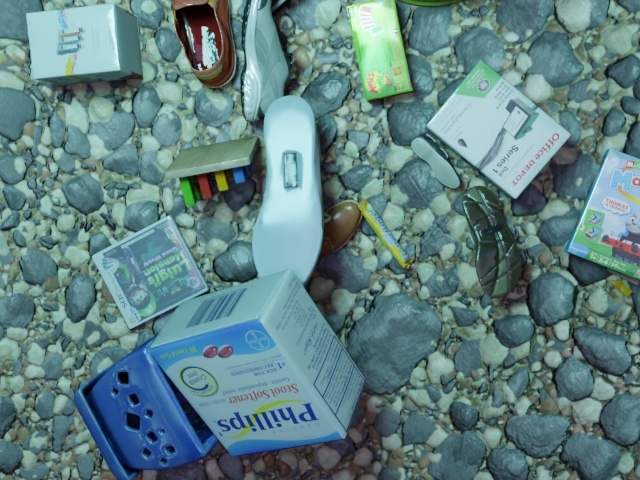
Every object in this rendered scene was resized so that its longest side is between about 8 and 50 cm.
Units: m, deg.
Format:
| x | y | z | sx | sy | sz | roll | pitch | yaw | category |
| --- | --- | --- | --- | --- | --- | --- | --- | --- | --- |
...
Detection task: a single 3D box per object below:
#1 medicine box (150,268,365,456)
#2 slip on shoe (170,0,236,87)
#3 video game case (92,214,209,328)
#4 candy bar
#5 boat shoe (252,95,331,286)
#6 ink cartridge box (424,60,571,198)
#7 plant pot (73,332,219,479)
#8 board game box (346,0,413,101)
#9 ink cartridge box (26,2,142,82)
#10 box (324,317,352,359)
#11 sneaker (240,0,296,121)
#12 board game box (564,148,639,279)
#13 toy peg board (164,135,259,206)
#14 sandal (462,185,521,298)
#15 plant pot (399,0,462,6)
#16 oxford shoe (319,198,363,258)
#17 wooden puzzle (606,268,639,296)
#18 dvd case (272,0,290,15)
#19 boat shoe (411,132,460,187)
| x | y | z | sx | sy | sz | roll | pitch | yaw | category |
| --- | --- | --- | --- | --- | --- | --- | --- | --- | --- |
| -0.108 | 0.230 | 1.347 | 0.263 | 0.149 | 0.289 | -18 | 116 | 30 | medicine box |
| -0.239 | -0.461 | 1.425 | 0.123 | 0.101 | 0.331 | -12 | 93 | 8 | slip on shoe |
| -0.350 | 0.066 | 1.528 | 0.190 | 0.022 | 0.173 | -27 | 93 | 7 | video game case |
| 0.128 | -0.013 | 1.466 | 0.018 | 0.040 | 0.161 | -36 | 92 | 36 | candy bar |
| -0.053 | -0.077 | 1.414 | 0.136 | 0.156 | 0.367 | -3 | 83 | 9 | boat shoe |
| 0.332 | -0.205 | 1.398 | 0.219 | 0.092 | 0.160 | 39 | 98 | 1 | ink cartridge box |
| -0.326 | 0.317 | 1.451 | 0.212 | 0.236 | 0.236 | -27 | 93 | 14 | plant pot |
| 0.115 | -0.365 | 1.424 | 0.092 | 0.043 | 0.181 | -11 | 94 | 12 | board game box |
| -0.455 | -0.376 | 1.440 | 0.176 | 0.128 | 0.127 | -3 | 96 | 7 | ink cartridge box |
| -0.032 | 0.265 | 1.509 | 0.186 | 0.038 | 0.145 | -32 | 93 | 9 | box |
| -0.100 | -0.365 | 1.422 | 0.108 | 0.100 | 0.271 | -1 | 110 | -7 | sneaker |
| 0.581 | -0.047 | 1.406 | 0.160 | 0.039 | 0.211 | 22 | 93 | 9 | board game box |
| -0.198 | -0.132 | 1.434 | 0.161 | 0.161 | 0.079 | -9 | 112 | 6 | toy peg board |
| 0.326 | 0.003 | 1.442 | 0.090 | 0.060 | 0.219 | -18 | 79 | 1 | sandal |
| 0.199 | -0.613 | 1.239 | 0.366 | 0.353 | 0.366 | 1 | 96 | 6 | plant pot |
| 0.000 | 0.000 | 1.461 | 0.212 | 0.076 | 0.076 | -42 | 88 | 5 | oxford shoe |
| 0.599 | 0.044 | 1.438 | 0.078 | 0.014 | 0.116 | 32 | 98 | -2 | wooden puzzle |
| -0.067 | -0.556 | 1.381 | 0.239 | 0.029 | 0.179 | -31 | 92 | 36 | dvd case |
| 0.230 | -0.156 | 1.440 | 0.125 | 0.038 | 0.046 | 45 | 141 | 1 | boat shoe |
